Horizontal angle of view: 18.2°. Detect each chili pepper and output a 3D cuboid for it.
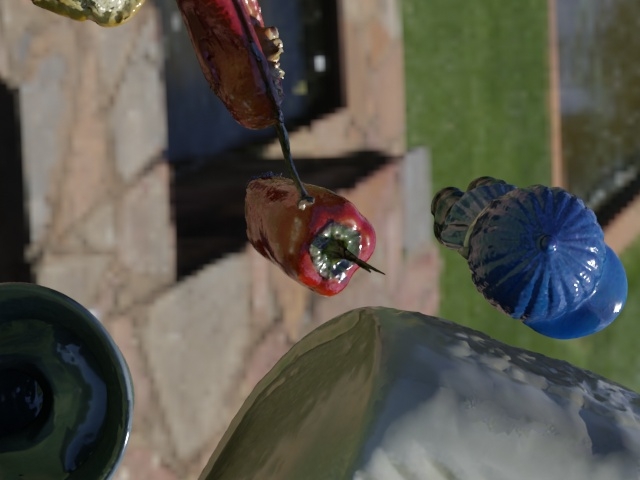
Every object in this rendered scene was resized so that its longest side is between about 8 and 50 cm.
[{"bbox_3d":[-0.057,-0.135,1.091,0.059,0.050,0.268,-76,148,-58],"label":"chili pepper"},{"bbox_3d":[0.000,0.000,1.636,0.086,0.192,0.084,15,97,-34],"label":"chili pepper"}]

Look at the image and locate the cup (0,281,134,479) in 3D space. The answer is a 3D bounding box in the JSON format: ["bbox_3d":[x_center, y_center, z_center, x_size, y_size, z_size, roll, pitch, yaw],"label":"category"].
[{"bbox_3d":[-0.230,0.132,1.667,0.150,0.199,0.199,-5,94,-77],"label":"cup"}]

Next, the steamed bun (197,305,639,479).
[{"bbox_3d":[0.021,0.216,1.078,0.384,0.247,0.236,-63,-165,10],"label":"steamed bun"}]

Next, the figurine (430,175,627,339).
[{"bbox_3d":[0.111,-0.001,1.101,0.149,0.086,0.087,-130,-149,-65],"label":"figurine"}]

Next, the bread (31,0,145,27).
[{"bbox_3d":[-0.270,-0.319,1.975,0.121,0.245,0.174,6,104,-81],"label":"bread"}]
